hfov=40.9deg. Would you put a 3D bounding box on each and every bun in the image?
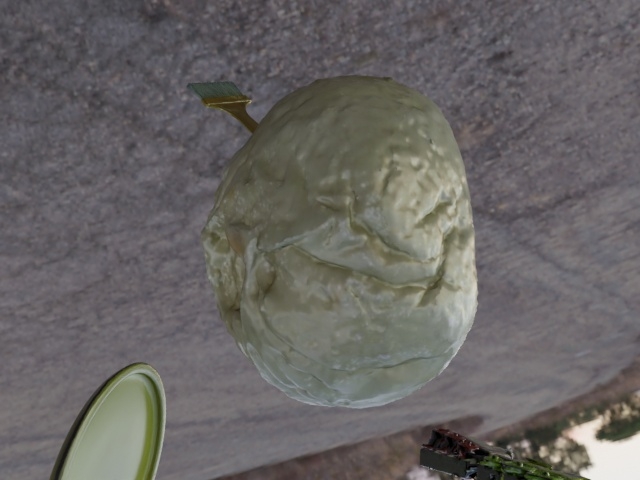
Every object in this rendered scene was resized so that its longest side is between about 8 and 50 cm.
[{"bbox_3d":[0.000,0.000,0.914,0.227,0.349,0.353,-2,136,-30],"label":"bun"}]

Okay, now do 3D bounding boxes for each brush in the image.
[{"bbox_3d":[-0.104,-0.172,1.227,0.083,0.205,0.011,-13,137,-43],"label":"brush"}]

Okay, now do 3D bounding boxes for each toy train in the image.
[{"bbox_3d":[0.201,0.261,0.975,0.085,0.053,0.249,10,177,-23],"label":"toy train"}]

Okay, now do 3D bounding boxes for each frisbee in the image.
[{"bbox_3d":[-0.211,0.235,0.849,0.017,0.236,0.236,12,171,13],"label":"frisbee"}]
